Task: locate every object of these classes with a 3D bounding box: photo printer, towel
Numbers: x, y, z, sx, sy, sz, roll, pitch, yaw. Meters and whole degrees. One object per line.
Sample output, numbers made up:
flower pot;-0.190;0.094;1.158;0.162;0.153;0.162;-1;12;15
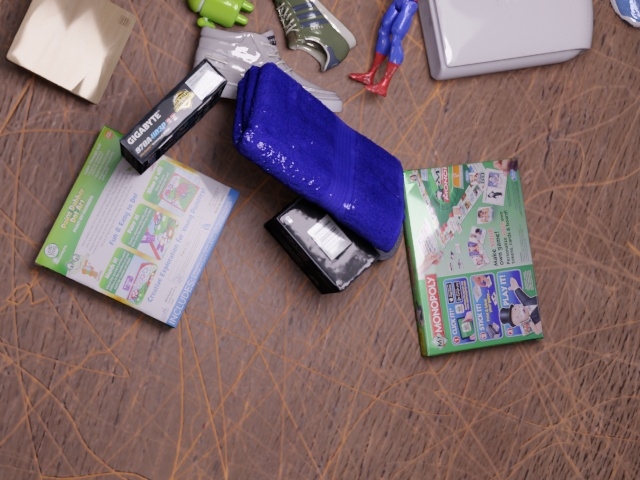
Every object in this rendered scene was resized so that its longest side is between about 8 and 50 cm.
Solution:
photo printer;0.323;-0.422;1.948;0.307;0.107;0.256;-9;87;-13
towel;0.006;-0.137;1.736;0.308;0.228;0.076;33;120;-24

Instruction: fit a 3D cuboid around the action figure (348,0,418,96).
action figure;0.108;-0.390;1.839;0.139;0.091;0.280;16;109;-36

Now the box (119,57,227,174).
box;-0.224;-0.182;1.696;0.175;0.220;0.051;-45;96;-7

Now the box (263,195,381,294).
box;0.000;0.000;1.818;0.093;0.158;0.156;-41;95;-11

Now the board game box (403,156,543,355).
board game box;0.256;0.026;1.929;0.213;0.046;0.317;-7;87;-12

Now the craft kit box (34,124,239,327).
craft kit box;-0.294;-0.020;1.812;0.246;0.061;0.250;27;80;-11

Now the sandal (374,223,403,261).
sandal;0.052;-0.078;1.897;0.097;0.054;0.254;-32;83;-20

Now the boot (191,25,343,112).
boot;-0.081;-0.284;1.851;0.258;0.095;0.123;8;96;-10

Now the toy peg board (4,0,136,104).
toy peg board;-0.408;-0.324;1.811;0.160;0.079;0.161;26;81;-25

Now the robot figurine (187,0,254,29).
robot figurine;-0.169;-0.396;1.861;0.115;0.067;0.101;23;93;-9

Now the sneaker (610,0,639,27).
sneaker;0.569;-0.490;2.020;0.080;0.081;0.211;-2;87;-14

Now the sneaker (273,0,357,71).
sneaker;-0.033;-0.364;1.888;0.192;0.064;0.086;40;74;-10
